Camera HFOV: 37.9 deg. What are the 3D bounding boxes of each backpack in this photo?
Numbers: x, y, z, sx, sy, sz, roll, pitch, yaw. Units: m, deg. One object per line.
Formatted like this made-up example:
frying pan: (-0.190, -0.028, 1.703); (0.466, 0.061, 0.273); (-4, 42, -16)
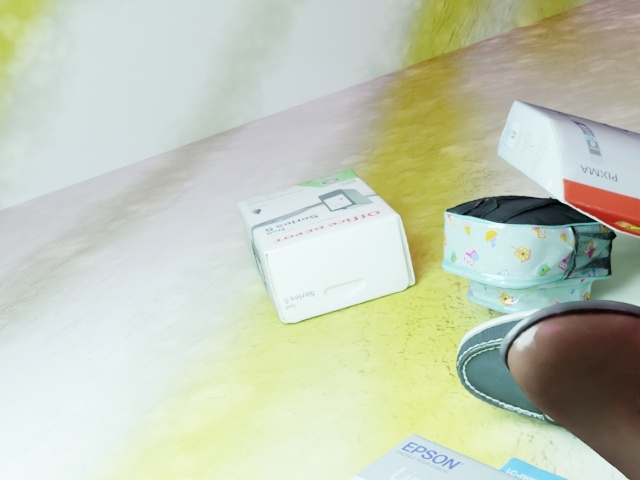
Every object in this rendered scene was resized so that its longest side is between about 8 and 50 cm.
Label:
backpack: (0.240, 0.014, 1.131); (0.188, 0.145, 0.166); (4, 9, -35)

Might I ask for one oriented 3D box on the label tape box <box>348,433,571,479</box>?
label tape box: (0.119, 0.244, 0.667); (0.347, 0.115, 0.249); (-29, 26, -33)

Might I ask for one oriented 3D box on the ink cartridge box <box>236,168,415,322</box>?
ink cartridge box: (0.000, 0.000, 1.387); (0.198, 0.115, 0.273); (-17, 20, -8)

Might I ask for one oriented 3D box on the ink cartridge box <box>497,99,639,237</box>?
ink cartridge box: (0.420, -0.065, 1.133); (0.308, 0.091, 0.385); (14, 14, -12)

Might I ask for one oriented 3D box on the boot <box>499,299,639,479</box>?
boot: (0.233, 0.181, 0.546); (0.096, 0.264, 0.280); (-42, 26, 24)

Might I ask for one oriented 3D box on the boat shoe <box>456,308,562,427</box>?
boat shoe: (0.261, 0.132, 0.871); (0.302, 0.114, 0.091); (-3, 17, 29)
